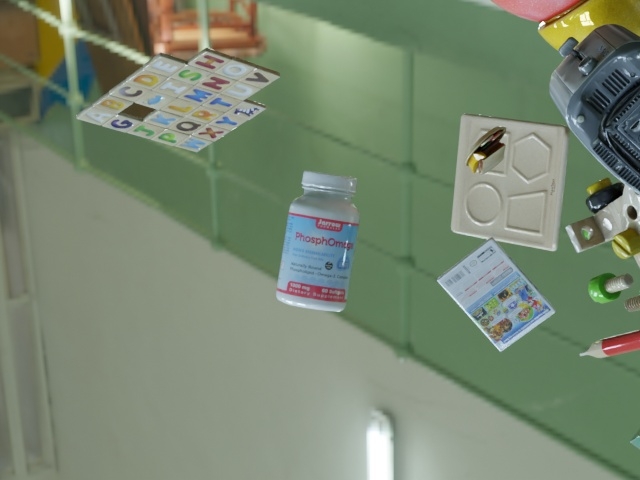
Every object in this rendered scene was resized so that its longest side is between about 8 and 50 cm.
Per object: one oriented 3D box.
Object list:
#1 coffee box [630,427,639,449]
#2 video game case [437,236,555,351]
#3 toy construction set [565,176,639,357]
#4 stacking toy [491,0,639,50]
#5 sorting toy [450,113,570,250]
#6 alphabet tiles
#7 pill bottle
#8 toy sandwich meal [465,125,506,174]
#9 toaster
[{"bbox_3d":[0.419,0.169,1.373,0.113,0.040,0.184,39,-103,10],"label":"coffee box"},{"bbox_3d":[0.214,0.066,1.615,0.087,0.122,0.011,-39,-171,19],"label":"video game case"},{"bbox_3d":[0.421,0.032,1.741,0.309,0.257,0.237,-48,-171,-27],"label":"toy construction set"},{"bbox_3d":[0.340,-0.336,1.592,0.350,0.480,0.350,-39,-172,7],"label":"stacking toy"},{"bbox_3d":[0.297,-0.093,2.074,0.208,0.193,0.038,13,-167,41],"label":"sorting toy"},{"bbox_3d":[-0.171,-0.183,1.729,0.198,0.009,0.237,14,152,-39],"label":"alphabet tiles"},{"bbox_3d":[0.000,0.000,1.588,0.087,0.160,0.087,9,-178,0],"label":"pill bottle"},{"bbox_3d":[0.238,-0.126,1.871,0.029,0.085,0.085,48,-137,15],"label":"toy sandwich meal"},{"bbox_3d":[0.351,-0.135,1.439,0.227,0.129,0.146,37,-164,-19],"label":"toaster"}]
